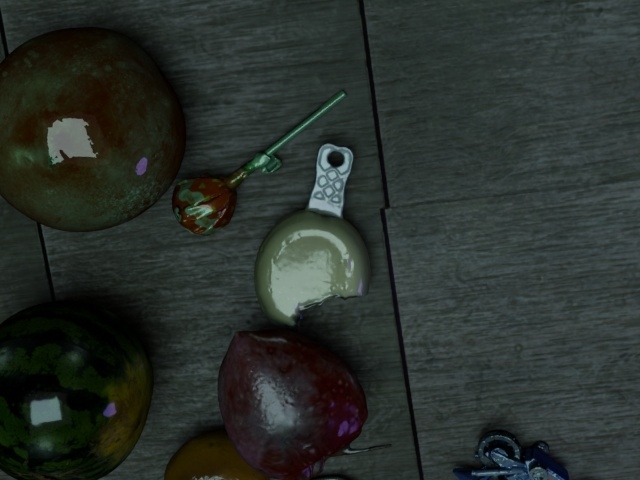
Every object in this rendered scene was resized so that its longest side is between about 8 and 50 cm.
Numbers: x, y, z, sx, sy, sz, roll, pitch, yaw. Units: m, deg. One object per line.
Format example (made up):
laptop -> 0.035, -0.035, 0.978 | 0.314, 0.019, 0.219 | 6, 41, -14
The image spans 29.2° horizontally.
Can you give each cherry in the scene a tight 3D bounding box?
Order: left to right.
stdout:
cherry -> -0.047, 0.213, 1.672 | 0.192, 0.175, 0.250 | -27, 117, 19

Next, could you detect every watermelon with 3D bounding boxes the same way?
watermelon -> -0.355, 0.208, 1.676 | 0.269, 0.269, 0.269 | 2, 105, 7

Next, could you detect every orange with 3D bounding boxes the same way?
orange -> -0.146, 0.341, 1.759 | 0.156, 0.134, 0.157 | 1, 130, 2

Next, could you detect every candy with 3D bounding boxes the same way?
candy -> -0.082, -0.113, 1.664 | 0.287, 0.078, 0.084 | -39, 60, 6

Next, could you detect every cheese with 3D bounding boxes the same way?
cheese -> -0.020, -0.006, 1.673 | 0.163, 0.071, 0.249 | -7, 104, 9

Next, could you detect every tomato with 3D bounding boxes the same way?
tomato -> -0.314, -0.139, 1.597 | 0.270, 0.222, 0.270 | 3, 107, 9

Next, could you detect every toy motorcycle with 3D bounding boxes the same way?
toy motorcycle -> 0.296, 0.351, 1.734 | 0.205, 0.076, 0.114 | 34, 114, -2

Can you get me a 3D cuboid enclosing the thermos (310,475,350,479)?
thermos -> -0.003, 0.413, 1.778 | 0.193, 0.105, 0.137 | -17, 71, 8
